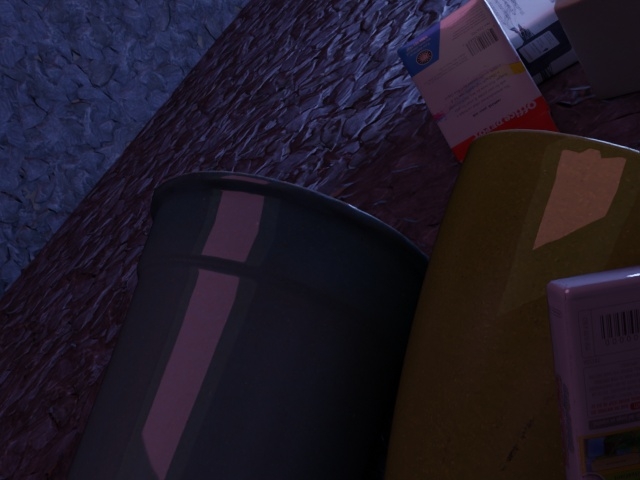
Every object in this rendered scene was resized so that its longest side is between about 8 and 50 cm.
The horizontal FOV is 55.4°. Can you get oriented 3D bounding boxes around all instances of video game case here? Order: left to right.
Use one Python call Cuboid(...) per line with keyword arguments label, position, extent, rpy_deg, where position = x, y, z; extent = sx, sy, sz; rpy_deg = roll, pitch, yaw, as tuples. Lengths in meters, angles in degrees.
Cuboid(label="video game case", position=(0.247, 0.103, 0.337), extent=(0.227, 0.206, 0.026), rpy_deg=(-10, 9, -4))

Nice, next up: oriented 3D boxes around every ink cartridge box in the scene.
Cuboid(label="ink cartridge box", position=(0.224, -0.196, 0.840), extent=(0.134, 0.230, 0.078), rpy_deg=(-30, -7, 22))
Cuboid(label="ink cartridge box", position=(0.321, -0.329, 0.933), extent=(0.237, 0.100, 0.171), rpy_deg=(-30, 34, 21))

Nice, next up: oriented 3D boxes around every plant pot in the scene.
Cuboid(label="plant pot", position=(-0.076, 0.163, 0.621), extent=(0.341, 0.341, 0.333), rpy_deg=(-8, 55, 44))
Cuboid(label="plant pot", position=(0.171, 0.113, 0.463), extent=(0.275, 0.275, 0.293), rpy_deg=(24, 84, 57))

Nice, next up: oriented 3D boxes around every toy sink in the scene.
Cuboid(label="toy sink", position=(0.428, -0.291, 0.719), extent=(0.234, 0.153, 0.131), rpy_deg=(-9, 45, 45))
